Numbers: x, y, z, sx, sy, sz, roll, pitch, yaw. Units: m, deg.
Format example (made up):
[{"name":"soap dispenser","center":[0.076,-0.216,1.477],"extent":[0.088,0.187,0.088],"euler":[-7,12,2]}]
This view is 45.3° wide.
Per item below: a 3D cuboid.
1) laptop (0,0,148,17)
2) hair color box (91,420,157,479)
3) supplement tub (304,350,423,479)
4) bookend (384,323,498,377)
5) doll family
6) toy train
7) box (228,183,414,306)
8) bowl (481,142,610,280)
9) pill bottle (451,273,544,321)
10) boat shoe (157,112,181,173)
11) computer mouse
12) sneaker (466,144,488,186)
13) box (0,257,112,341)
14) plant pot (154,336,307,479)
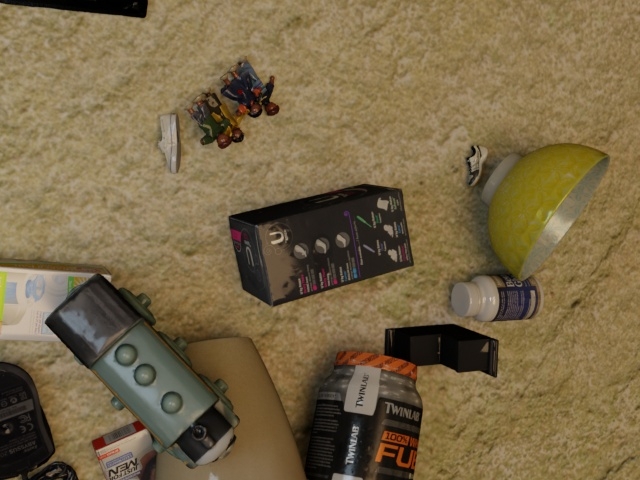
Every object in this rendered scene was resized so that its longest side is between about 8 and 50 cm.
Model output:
[{"name":"laptop","center":[-0.385,-0.505,1.190],"extent":[0.234,0.136,0.264],"euler":[0,122,-22]},{"name":"hair color box","center":[-0.313,0.401,1.300],"extent":[0.093,0.053,0.167],"euler":[-22,105,-20]},{"name":"supplement tub","center":[0.075,0.367,1.362],"extent":[0.193,0.193,0.316],"euler":[17,73,-24]},{"name":"bookend","center":[0.227,0.211,1.450],"extent":[0.156,0.157,0.072],"euler":[-1,96,-23]},{"name":"doll family","center":[-0.140,-0.225,1.293],"extent":[0.193,0.076,0.111],"euler":[-45,106,-16]},{"name":"toy train","center":[-0.247,0.186,1.083],"extent":[0.142,0.190,0.334],"euler":[-42,87,-11]},{"name":"box","center":[0.000,0.000,1.326],"extent":[0.270,0.165,0.143],"euler":[-15,102,-21]},{"name":"bowl","center":[0.406,-0.082,1.476],"extent":[0.156,0.289,0.289],"euler":[38,78,21]},{"name":"pill bottle","center":[0.350,0.114,1.525],"extent":[0.169,0.094,0.094],"euler":[-1,96,-23]},{"name":"boat shoe","center":[-0.253,-0.161,1.276],"extent":[0.035,0.035,0.100],"euler":[0,101,4]},{"name":"computer mouse","center":[-0.500,0.303,1.207],"extent":[0.188,0.072,0.272],"euler":[-13,113,-23]},{"name":"sneaker","center":[0.302,-0.149,1.514],"extent":[0.037,0.032,0.083],"euler":[19,83,-10]},{"name":"box","center":[-0.434,0.092,1.186],"extent":[0.203,0.103,0.114],"euler":[6,94,-23]},{"name":"plant pot","center":[-0.161,0.305,1.268],"extent":[0.256,0.256,0.274],"euler":[-3,76,-23]}]
